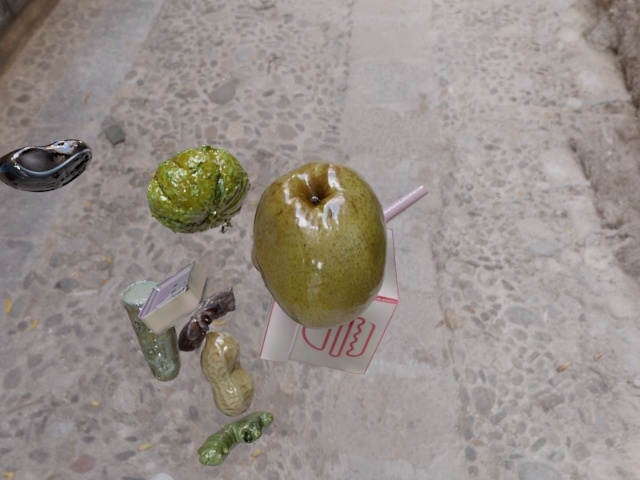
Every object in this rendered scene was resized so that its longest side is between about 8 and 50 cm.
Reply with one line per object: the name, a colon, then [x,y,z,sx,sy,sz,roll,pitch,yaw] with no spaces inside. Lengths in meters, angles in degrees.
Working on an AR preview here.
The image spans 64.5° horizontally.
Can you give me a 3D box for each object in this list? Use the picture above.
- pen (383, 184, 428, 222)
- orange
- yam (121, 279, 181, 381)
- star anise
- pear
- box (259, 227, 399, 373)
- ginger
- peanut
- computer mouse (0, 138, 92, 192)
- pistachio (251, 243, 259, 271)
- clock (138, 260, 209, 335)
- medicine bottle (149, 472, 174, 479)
pen: [0.143,-0.055,1.089,0.197,0.053,0.032,-34,83,-8]
orange: [-0.367,-0.149,1.492,0.301,0.300,0.223,-15,62,-43]
yam: [-0.527,0.296,1.615,0.133,0.330,0.133,-12,12,3]
star anise: [-0.404,0.274,1.815,0.110,0.198,0.257,46,46,-20]
pear: [0.000,0.000,0.719,0.188,0.211,0.228,-9,42,14]
box: [0.020,0.134,1.374,0.300,0.312,0.314,13,38,-6]
ginger: [-0.259,0.606,1.571,0.290,0.089,0.137,-11,13,-44]
peanut: [-0.260,0.378,1.435,0.136,0.298,0.120,-3,29,18]
computer mouse: [-0.701,-0.185,1.307,0.233,0.137,0.096,-22,86,-26]
pistachio: [-0.093,0.023,1.111,0.126,0.108,0.185,-25,34,-13]
clock: [-0.368,0.142,1.290,0.147,0.071,0.192,-34,18,3]
medicine bottle: [-0.519,0.780,1.442,0.147,0.147,0.247,24,21,17]
